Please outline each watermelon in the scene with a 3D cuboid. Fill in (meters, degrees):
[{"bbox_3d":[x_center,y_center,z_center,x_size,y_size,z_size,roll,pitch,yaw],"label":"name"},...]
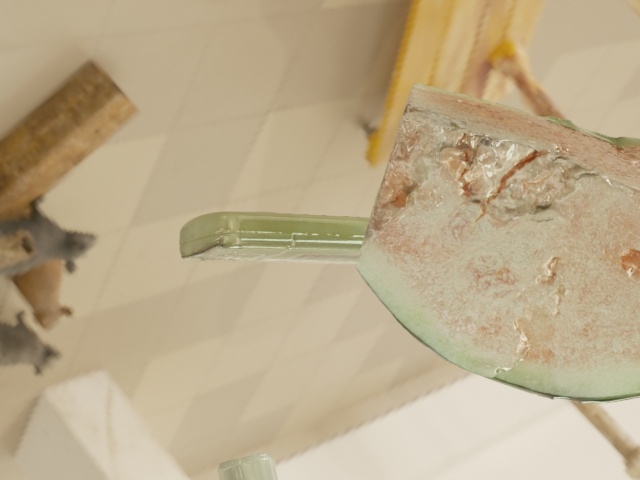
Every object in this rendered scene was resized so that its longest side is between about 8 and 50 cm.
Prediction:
[{"bbox_3d":[0.188,-0.004,0.894,0.180,0.305,0.223,97,9,-67],"label":"watermelon"}]

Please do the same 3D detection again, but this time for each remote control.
[{"bbox_3d":[0.000,0.000,1.106,0.234,0.038,0.098,3,172,-30],"label":"remote control"}]

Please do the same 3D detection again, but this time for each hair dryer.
[{"bbox_3d":[-0.022,0.200,1.015,0.047,0.082,0.137,-1,165,-45],"label":"hair dryer"}]
